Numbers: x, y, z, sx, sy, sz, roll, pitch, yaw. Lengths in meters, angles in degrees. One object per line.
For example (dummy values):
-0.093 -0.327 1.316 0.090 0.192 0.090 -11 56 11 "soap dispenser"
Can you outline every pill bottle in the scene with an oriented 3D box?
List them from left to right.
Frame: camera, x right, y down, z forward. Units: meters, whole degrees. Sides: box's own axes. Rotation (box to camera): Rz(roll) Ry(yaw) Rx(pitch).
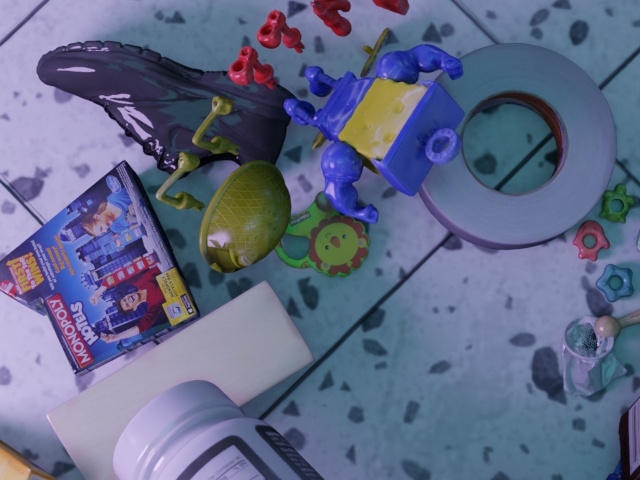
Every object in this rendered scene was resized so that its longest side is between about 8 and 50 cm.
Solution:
-0.065 0.275 1.681 0.161 0.161 0.283 -45 59 -4 "pill bottle"

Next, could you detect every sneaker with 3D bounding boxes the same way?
-0.172 -0.137 1.877 0.286 0.109 0.130 14 89 3 "sneaker"

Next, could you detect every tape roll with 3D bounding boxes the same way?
0.206 -0.100 1.888 0.219 0.072 0.219 0 84 -1 "tape roll"

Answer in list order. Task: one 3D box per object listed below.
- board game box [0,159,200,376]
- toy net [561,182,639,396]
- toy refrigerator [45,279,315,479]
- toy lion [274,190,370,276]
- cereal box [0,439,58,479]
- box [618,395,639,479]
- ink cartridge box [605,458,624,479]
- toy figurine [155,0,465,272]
-0.250 0.044 1.863 0.194 0.060 0.194 -27 72 1 "board game box"
0.313 0.057 1.885 0.122 0.045 0.232 29 85 2 "toy net"
-0.147 0.154 1.848 0.270 0.094 0.102 -32 90 -5 "toy refrigerator"
0.000 0.000 1.899 0.100 0.034 0.096 -26 92 -3 "toy lion"
-0.380 0.321 1.800 0.047 0.173 0.240 33 82 -40 "cereal box"
0.427 0.233 1.766 0.203 0.168 0.167 9 58 -8 "box"
0.343 0.382 1.845 0.186 0.065 0.311 29 83 2 "ink cartridge box"
0.033 -0.111 1.773 0.217 0.191 0.362 24 74 34 "toy figurine"
